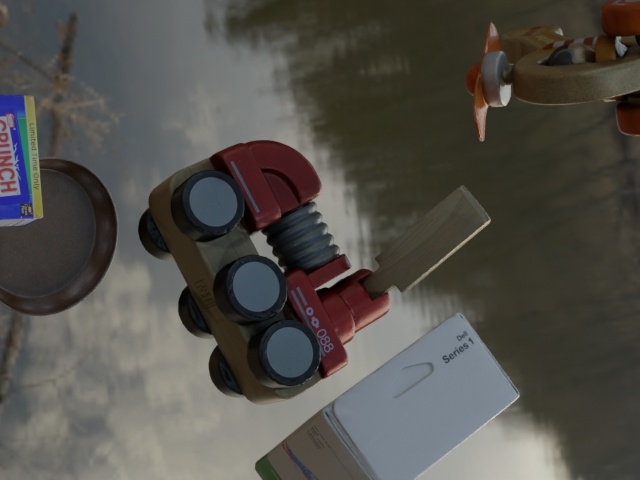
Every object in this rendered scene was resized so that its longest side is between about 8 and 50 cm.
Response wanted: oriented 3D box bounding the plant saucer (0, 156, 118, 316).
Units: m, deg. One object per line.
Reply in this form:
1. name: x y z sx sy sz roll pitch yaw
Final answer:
1. plant saucer: -0.290 -0.005 1.252 0.168 0.029 0.168 -12 108 -41

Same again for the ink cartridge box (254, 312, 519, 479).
1. ink cartridge box: 0.067 0.214 1.345 0.117 0.201 0.278 54 -27 8

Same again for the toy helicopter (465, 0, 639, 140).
1. toy helicopter: 0.262 -0.202 1.382 0.355 0.235 0.140 -110 -174 -73

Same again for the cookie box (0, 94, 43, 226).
1. cookie box: -0.254 -0.055 0.841 0.107 0.040 0.091 -4 86 -34

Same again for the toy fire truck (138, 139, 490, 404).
1. toy fire truck: 0.000 0.000 1.069 0.246 0.158 0.217 -27 91 -30
